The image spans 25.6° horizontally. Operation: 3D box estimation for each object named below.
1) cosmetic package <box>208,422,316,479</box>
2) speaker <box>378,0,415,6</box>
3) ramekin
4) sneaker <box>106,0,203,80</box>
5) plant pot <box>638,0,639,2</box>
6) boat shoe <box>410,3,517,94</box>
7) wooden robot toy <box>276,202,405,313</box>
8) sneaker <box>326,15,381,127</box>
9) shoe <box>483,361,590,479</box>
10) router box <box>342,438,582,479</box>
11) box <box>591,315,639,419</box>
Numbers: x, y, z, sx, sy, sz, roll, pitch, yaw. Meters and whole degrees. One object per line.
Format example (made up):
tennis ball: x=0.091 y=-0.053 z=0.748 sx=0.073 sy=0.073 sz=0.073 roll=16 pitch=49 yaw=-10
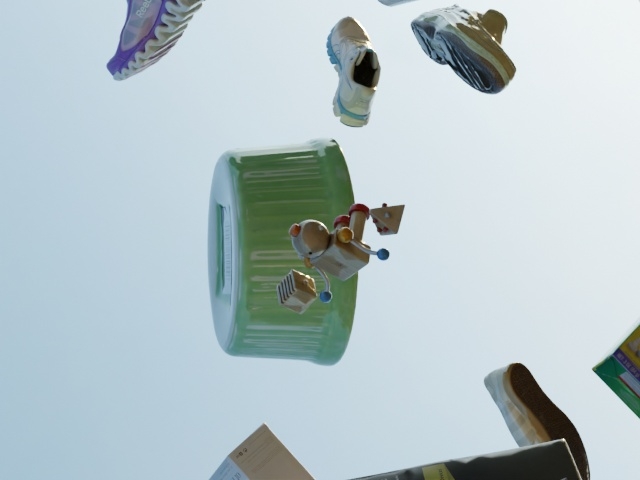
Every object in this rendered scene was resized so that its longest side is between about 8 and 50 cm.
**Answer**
cosmetic package: x=-0.078 y=0.282 z=1.463 sx=0.099 sy=0.239 sz=0.060 roll=45 pitch=-123 yaw=7
speaker: x=0.116 y=-0.322 z=1.737 sx=0.055 sy=0.136 sz=0.055 roll=-1 pitch=-87 yaw=-25
ramekin: x=-0.058 y=0.015 z=1.847 sx=0.148 sy=0.303 sz=0.303 roll=-1 pitch=-116 yaw=-13
sneaker: x=-0.228 y=-0.315 z=1.893 sx=0.104 sy=0.236 sz=0.095 roll=43 pitch=-145 yaw=0
plant pot: x=0.385 y=-0.221 z=1.136 sx=0.290 sy=0.290 sz=0.195 roll=-59 pitch=-41 yaw=-49
boat shoe: x=0.153 y=-0.202 z=1.388 sx=0.068 sy=0.072 sz=0.190 roll=60 pitch=175 yaw=-31
wooden robot toy: x=0.000 y=0.000 z=1.332 sx=0.079 sy=0.173 sz=0.076 roll=24 pitch=-130 yaw=-27
sneaker: x=0.056 y=-0.252 z=1.972 sx=0.071 sy=0.083 sz=0.190 roll=8 pitch=-129 yaw=-19
shoe: x=0.303 y=0.261 z=1.959 sx=0.219 sy=0.058 sz=0.076 roll=55 pitch=-139 yaw=-13
router box: x=0.128 y=0.308 z=1.190 sx=0.309 sy=0.243 sz=0.081 roll=-99 pitch=0 yaw=-62
box: x=0.329 y=0.088 z=1.221 sx=0.105 sy=0.043 sz=0.179 roll=46 pitch=-122 yaw=5
